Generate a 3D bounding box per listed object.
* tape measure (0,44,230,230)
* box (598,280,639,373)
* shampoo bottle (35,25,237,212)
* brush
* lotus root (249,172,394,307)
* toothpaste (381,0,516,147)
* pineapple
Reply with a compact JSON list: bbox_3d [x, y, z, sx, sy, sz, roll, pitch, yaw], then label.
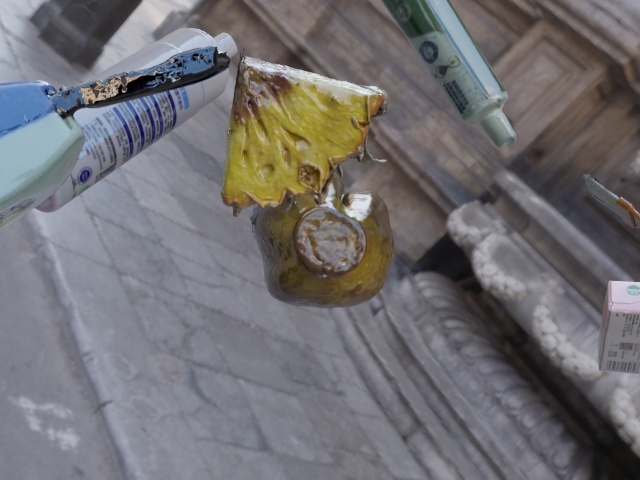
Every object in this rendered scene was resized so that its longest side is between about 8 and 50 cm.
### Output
[{"bbox_3d":[-0.244,-0.066,0.609,0.351,0.215,0.098,-38,100,-42],"label":"tape measure"},{"bbox_3d":[0.362,0.100,0.886,0.125,0.089,0.043,78,21,-48],"label":"box"},{"bbox_3d":[-0.192,-0.146,0.831,0.092,0.092,0.303,45,53,0],"label":"shampoo bottle"},{"bbox_3d":[0.488,0.010,1.082,0.314,0.017,0.090,44,7,31],"label":"brush"},{"bbox_3d":[0.002,-0.009,0.989,0.193,0.193,0.291,44,7,-4],"label":"lotus root"},{"bbox_3d":[0.122,-0.279,0.960,0.061,0.099,0.392,-28,84,-37],"label":"toothpaste"},{"bbox_3d":[-0.022,-0.084,0.555,0.116,0.137,0.069,58,4,-18],"label":"pineapple"}]
